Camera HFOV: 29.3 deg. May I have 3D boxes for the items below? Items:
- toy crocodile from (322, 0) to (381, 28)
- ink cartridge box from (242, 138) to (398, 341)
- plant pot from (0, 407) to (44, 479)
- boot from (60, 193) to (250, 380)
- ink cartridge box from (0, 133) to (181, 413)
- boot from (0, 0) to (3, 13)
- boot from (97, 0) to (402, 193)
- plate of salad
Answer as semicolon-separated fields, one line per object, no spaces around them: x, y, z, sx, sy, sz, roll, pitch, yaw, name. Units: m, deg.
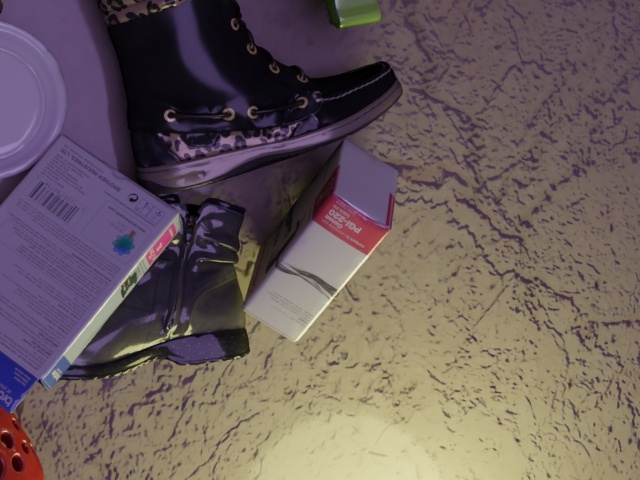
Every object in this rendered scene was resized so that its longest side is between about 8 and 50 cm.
0.008;-0.436;1.565;0.115;0.105;0.341;-9;82;-20;toy crocodile
0.000;0.000;1.575;0.092;0.158;0.218;31;120;-11;ink cartridge box
-0.451;0.251;1.468;0.191;0.191;0.174;-24;100;-17;plant pot
-0.255;0.057;1.573;0.338;0.118;0.223;-7;93;-26;boot
-0.335;0.042;1.480;0.186;0.065;0.311;34;71;12;ink cartridge box
-0.493;-0.362;1.401;0.305;0.112;0.115;27;77;-22;boot
-0.094;-0.244;1.568;0.377;0.138;0.284;-21;106;-13;boot
-0.411;-0.171;1.492;0.199;0.048;0.200;-7;111;-18;plate of salad
